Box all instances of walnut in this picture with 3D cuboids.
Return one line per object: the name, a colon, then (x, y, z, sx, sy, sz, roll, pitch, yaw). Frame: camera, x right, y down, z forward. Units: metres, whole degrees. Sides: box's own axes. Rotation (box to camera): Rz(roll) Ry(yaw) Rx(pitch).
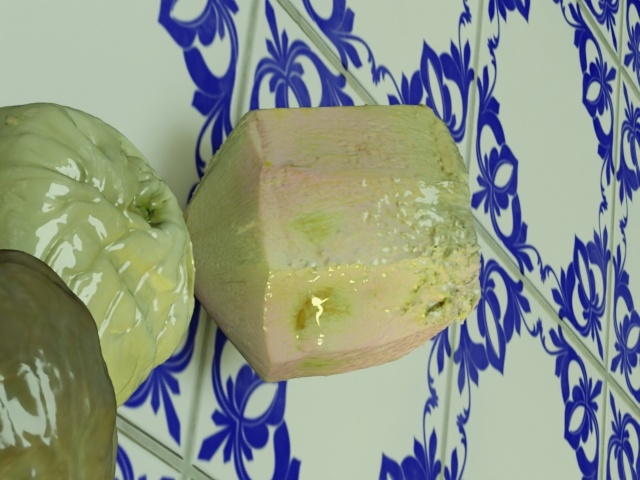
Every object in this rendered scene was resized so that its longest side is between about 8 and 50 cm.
walnut: (-0.228, 0.107, 1.113, 0.224, 0.224, 0.224, 25, 61, -59)

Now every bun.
bun: (-0.170, 0.006, 1.299, 0.229, 0.145, 0.229, 61, 8, -15)

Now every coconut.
coconut: (0.000, 0.000, 1.575, 0.233, 0.245, 0.233, 173, -90, -75)
